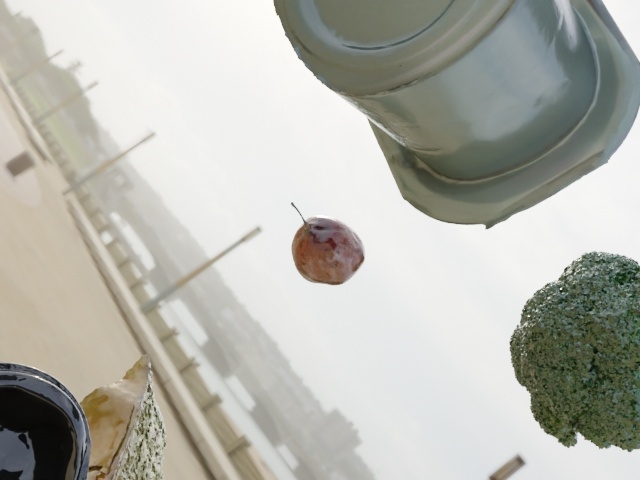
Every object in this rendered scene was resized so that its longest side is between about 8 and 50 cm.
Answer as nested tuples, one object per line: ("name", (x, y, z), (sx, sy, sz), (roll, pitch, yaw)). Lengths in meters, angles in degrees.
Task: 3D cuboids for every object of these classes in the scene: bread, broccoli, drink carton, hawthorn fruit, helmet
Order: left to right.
("helmet", (-0.289, 0.201, 0.698), (0.193, 0.216, 0.189), (1, -37, 44))
("bread", (-0.348, 0.332, 1.076), (0.315, 0.279, 0.248), (-88, 171, -49))
("hawthorn fruit", (0.000, 0.000, 0.787), (0.067, 0.067, 0.103), (47, -5, 38))
("drink carton", (0.086, -0.129, 0.531), (0.189, 0.185, 0.191), (31, 36, -62))
("broccoli", (0.370, 0.148, 1.084), (0.269, 0.254, 0.269), (23, -1, 0))
